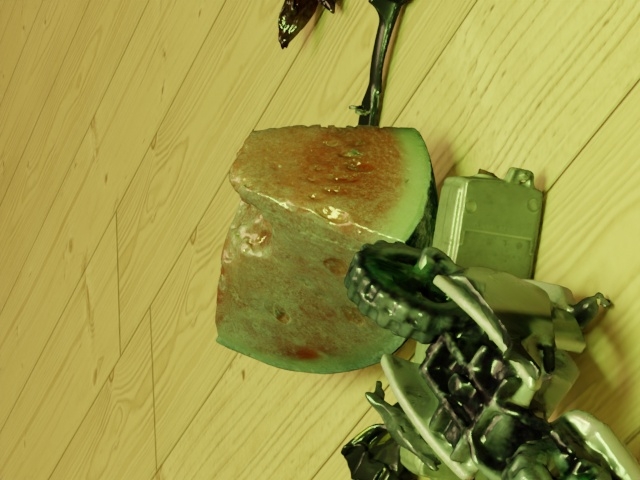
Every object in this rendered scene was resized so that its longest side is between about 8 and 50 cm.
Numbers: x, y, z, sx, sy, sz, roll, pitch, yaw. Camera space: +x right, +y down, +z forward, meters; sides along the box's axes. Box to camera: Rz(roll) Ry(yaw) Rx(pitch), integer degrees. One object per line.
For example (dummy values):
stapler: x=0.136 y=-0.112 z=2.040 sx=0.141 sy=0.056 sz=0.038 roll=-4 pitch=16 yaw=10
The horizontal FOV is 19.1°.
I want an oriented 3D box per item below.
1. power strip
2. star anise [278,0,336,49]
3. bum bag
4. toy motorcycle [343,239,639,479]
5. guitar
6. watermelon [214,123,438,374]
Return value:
power strip: x=0.121 y=0.073 z=1.535 sx=0.052 sy=0.078 sz=0.272 roll=-165 pitch=84 yaw=-71
star anise: x=-0.004 y=-0.306 z=2.051 sx=0.157 sy=0.053 sz=0.212 roll=-146 pitch=68 yaw=-68
bum bag: x=0.049 y=0.271 z=1.668 sx=0.106 sy=0.060 sz=0.232 roll=121 pitch=154 yaw=-63
toy motorcycle: x=0.150 y=0.111 z=1.354 sx=0.143 sy=0.188 sz=0.327 roll=-60 pitch=43 yaw=23
guitar: x=0.062 y=-0.219 z=1.864 sx=0.084 sy=0.038 sz=0.271 roll=-131 pitch=53 yaw=-66
watermelon: x=-0.005 y=-0.006 z=1.731 sx=0.318 sy=0.226 sz=0.148 roll=-29 pitch=27 yaw=51
